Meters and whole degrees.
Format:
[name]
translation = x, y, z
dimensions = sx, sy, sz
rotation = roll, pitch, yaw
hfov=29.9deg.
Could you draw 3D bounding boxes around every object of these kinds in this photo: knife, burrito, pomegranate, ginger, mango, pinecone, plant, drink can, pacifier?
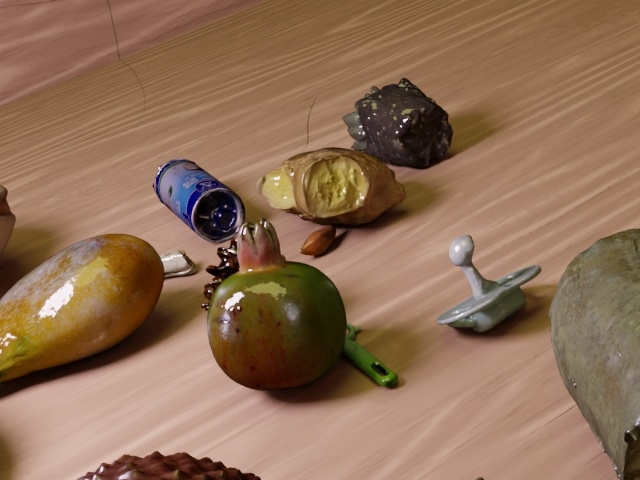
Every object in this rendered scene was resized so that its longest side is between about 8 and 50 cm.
[knife]
translation = 0.051, 0.136, 1.491
dimensions = 0.054, 0.015, 0.212
rotation = -15, 21, -18
[burrito]
translation = -0.287, 0.050, 1.882
dimensions = 0.185, 0.041, 0.045
rotation = -12, 6, 16
[pomegranate]
translation = -0.057, 0.077, 1.449
dimensions = 0.179, 0.210, 0.180
rotation = -7, 9, 1
[ginger]
translation = 0.007, -0.088, 1.898
dimensions = 0.218, 0.123, 0.270
rotation = -4, 9, -23
[mango]
translation = -0.364, 0.104, 1.690
dimensions = 0.316, 0.146, 0.193
rotation = -35, 25, -9
[pinecone]
translation = -0.097, 0.066, 1.594
dimensions = 0.140, 0.140, 0.121
rotation = 10, 49, 47
[plant]
translation = 0.130, -0.202, 2.063
dimensions = 0.129, 0.132, 0.194
rotation = -25, 29, -26
[drink can]
translation = -0.209, -0.071, 2.038
dimensions = 0.097, 0.097, 0.235
rotation = -23, 24, -15
[pacifier]
translation = 0.193, 0.048, 1.475
dimensions = 0.150, 0.117, 0.127
rotation = -30, 1, -22

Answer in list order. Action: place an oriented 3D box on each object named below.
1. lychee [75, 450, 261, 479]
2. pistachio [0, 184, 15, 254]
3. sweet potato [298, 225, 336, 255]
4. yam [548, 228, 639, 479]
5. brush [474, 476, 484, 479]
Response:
[lychee]
translation = -0.116, 0.292, 0.924
dimensions = 0.304, 0.276, 0.275
rotation = -3, 16, -25
[pistachio]
translation = -0.690, 0.012, 1.971
dimensions = 0.365, 0.281, 0.445
rotation = -20, 8, 12
[sweet potato]
translation = 0.000, 0.000, 1.812
dimensions = 0.034, 0.034, 0.095
rotation = 2, 27, 37
[yam]
translation = 0.331, 0.122, 1.120
dimensions = 0.195, 0.195, 0.300
rotation = -15, 24, 2
[brush]
translation = 0.099, 0.289, 1.094
dimensions = 0.034, 0.028, 0.190
rotation = 38, 55, 19
